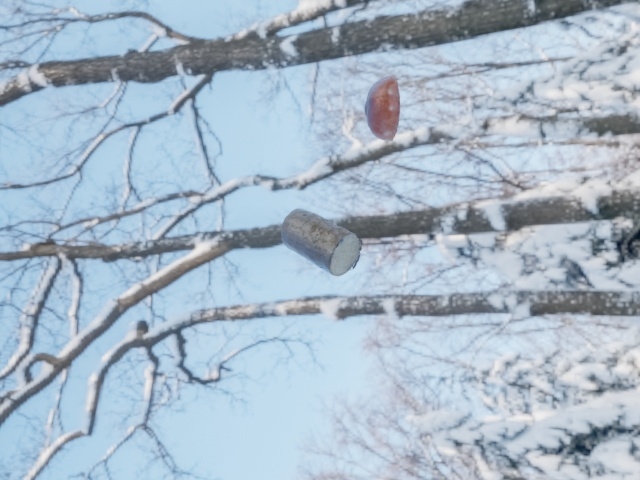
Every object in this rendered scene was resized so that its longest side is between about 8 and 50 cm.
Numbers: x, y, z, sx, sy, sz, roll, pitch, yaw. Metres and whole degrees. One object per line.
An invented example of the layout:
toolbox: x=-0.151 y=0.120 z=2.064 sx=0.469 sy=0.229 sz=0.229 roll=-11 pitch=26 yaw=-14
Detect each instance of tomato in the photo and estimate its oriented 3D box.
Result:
tomato: x=0.141 y=-0.317 z=1.871 sx=0.155 sy=0.069 sz=0.155 roll=-179 pitch=90 yaw=-82

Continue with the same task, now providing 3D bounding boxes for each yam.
yam: x=-0.002 y=0.002 z=1.273 sx=0.084 sy=0.127 sz=0.084 roll=-28 pitch=-49 yaw=-39
